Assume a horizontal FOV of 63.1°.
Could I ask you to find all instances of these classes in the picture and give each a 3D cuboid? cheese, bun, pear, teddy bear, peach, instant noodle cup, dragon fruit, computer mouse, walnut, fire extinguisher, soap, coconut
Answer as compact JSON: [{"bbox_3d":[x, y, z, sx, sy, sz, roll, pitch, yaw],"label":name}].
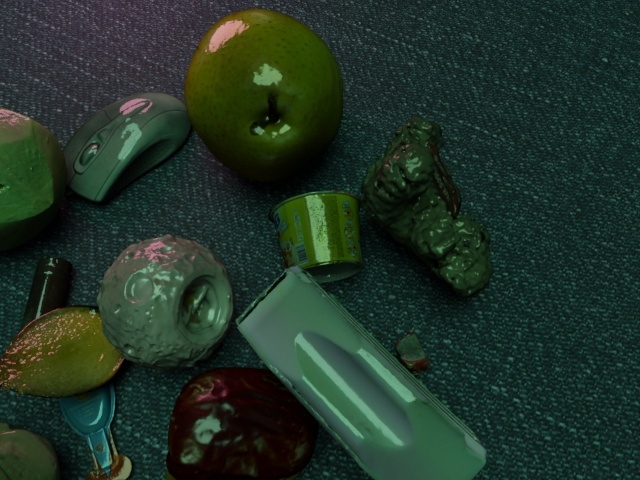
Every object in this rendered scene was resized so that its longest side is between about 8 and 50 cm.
[{"bbox_3d":[-0.438,0.357,1.012,0.106,0.037,0.256,-24,67,-10],"label":"cheese"},{"bbox_3d":[-0.591,0.427,0.882,0.204,0.281,0.282,-2,54,47],"label":"bun"},{"bbox_3d":[-0.124,-0.320,1.167,0.361,0.363,0.418,-11,34,-5],"label":"pear"},{"bbox_3d":[0.247,-0.051,1.086,0.367,0.224,0.357,43,25,-6],"label":"teddy bear"},{"bbox_3d":[-0.495,0.229,1.009,0.189,0.068,0.279,45,35,17],"label":"peach"},{"bbox_3d":[0.000,0.000,1.100,0.204,0.205,0.153,-9,70,-4],"label":"instant noodle cup"},{"bbox_3d":[0.184,0.236,1.054,0.056,0.060,0.083,-22,39,-3],"label":"dragon fruit"},{"bbox_3d":[-0.483,-0.244,1.267,0.188,0.122,0.371,38,73,18],"label":"computer mouse"},{"bbox_3d":[-0.130,0.348,0.915,0.268,0.222,0.244,4,75,-9],"label":"walnut"},{"bbox_3d":[-0.590,0.168,1.085,0.089,0.072,0.268,2,64,-5],"label":"fire extinguisher"},{"bbox_3d":[0.068,0.249,0.907,0.156,0.261,0.446,-46,77,0],"label":"soap"},{"bbox_3d":[-0.702,-0.132,1.119,0.328,0.281,0.329,-3,75,10],"label":"coconut"}]

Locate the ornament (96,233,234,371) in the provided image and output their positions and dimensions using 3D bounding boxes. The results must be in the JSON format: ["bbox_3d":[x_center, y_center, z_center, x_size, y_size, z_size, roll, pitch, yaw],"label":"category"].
[{"bbox_3d":[-0.300,0.117,1.009,0.224,0.259,0.260,2,60,34],"label":"ornament"}]
